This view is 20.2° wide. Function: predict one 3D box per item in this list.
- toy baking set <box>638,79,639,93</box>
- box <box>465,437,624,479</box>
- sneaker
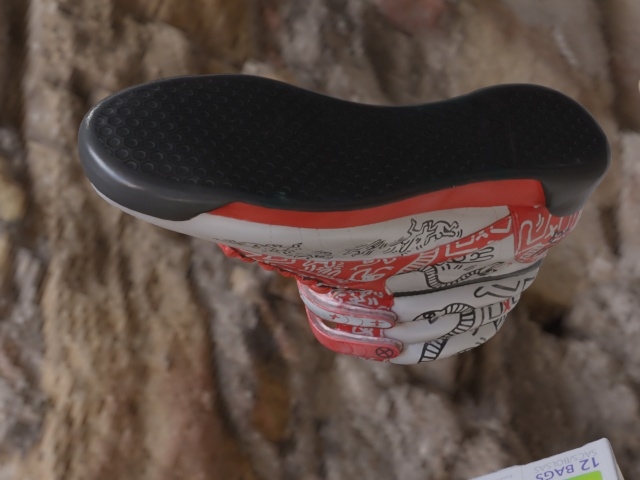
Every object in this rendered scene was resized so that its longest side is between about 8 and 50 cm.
[{"bbox_3d":[0.204,-0.040,0.659,0.196,0.030,0.256,-30,58,31],"label":"toy baking set"},{"bbox_3d":[0.092,0.195,0.705,0.114,0.103,0.203,-19,36,12],"label":"box"},{"bbox_3d":[0.001,0.001,0.850,0.090,0.270,0.145,62,142,35],"label":"sneaker"}]
